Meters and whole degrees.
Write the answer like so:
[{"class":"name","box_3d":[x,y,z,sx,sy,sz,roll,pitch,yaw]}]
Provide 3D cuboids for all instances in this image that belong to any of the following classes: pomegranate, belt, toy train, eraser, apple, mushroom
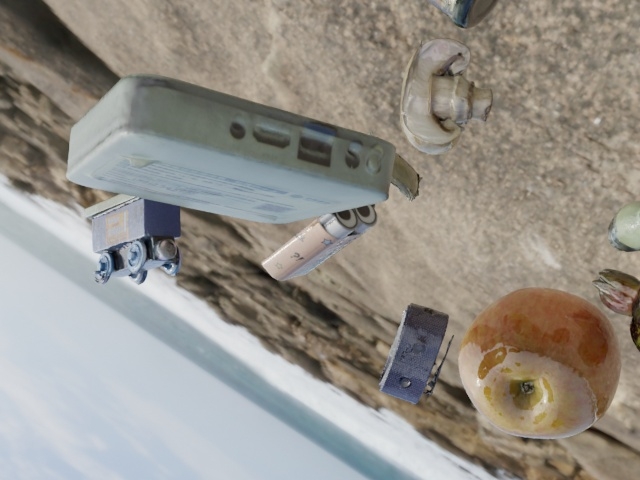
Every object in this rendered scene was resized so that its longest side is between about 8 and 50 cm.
[{"class":"pomegranate","box_3d":[0.782,0.148,1.639,0.340,0.285,0.285,23,162,38]},{"class":"belt","box_3d":[0.226,0.264,1.678,0.126,0.231,0.139,18,-162,5]},{"class":"toy train","box_3d":[-0.412,-0.010,1.625,0.131,0.202,0.299,5,167,-43]},{"class":"eraser","box_3d":[0.000,0.000,1.819,0.290,0.171,0.087,-36,75,43]},{"class":"apple","box_3d":[0.547,0.313,1.826,0.391,0.346,0.392,10,118,20]},{"class":"mushroom","box_3d":[0.277,-0.315,1.641,0.195,0.254,0.189,8,-179,1]}]

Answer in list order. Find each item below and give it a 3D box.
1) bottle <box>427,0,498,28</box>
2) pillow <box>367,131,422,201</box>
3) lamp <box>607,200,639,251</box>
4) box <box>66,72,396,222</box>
[{"class":"bottle","box_3d":[0.196,-0.500,1.310,0.271,0.156,0.143,42,-169,21]},{"class":"pillow","box_3d":[0.191,-0.192,1.914,0.208,0.119,0.053,37,127,-23]},{"class":"lamp","box_3d":[0.654,-0.027,1.499,0.101,0.101,0.250,31,171,12]},{"class":"box","box_3d":[-0.143,-0.116,1.070,0.395,0.111,0.396,11,170,-30]}]
